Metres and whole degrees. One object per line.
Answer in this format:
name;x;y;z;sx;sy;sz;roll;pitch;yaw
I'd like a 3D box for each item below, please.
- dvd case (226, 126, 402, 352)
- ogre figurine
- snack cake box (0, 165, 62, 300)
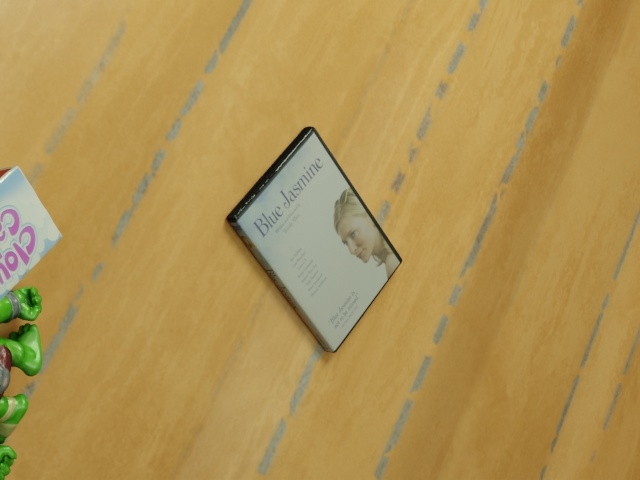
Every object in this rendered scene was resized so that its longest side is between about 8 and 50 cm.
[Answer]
dvd case;0.000;0.000;1.441;0.180;0.022;0.253;-51;122;-27
ogre figurine;-0.347;0.135;1.097;0.118;0.097;0.197;27;85;-50
snack cake box;-0.376;0.045;0.976;0.089;0.152;0.264;63;35;-24
